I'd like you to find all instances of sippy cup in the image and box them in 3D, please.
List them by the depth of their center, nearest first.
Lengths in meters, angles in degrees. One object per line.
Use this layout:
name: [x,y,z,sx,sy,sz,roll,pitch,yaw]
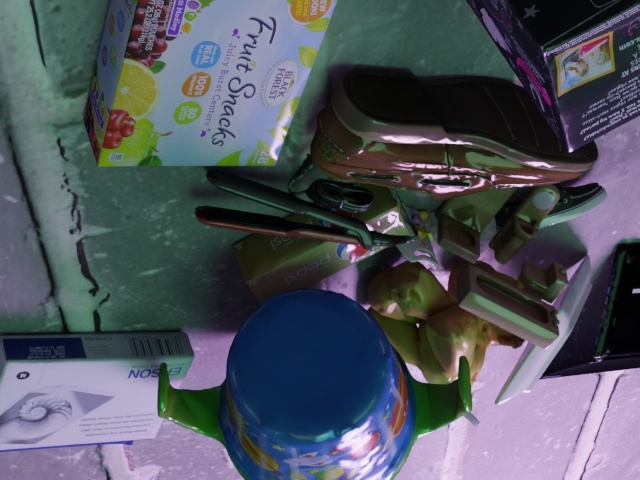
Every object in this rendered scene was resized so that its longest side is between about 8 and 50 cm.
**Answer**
sippy cup: [-0.007,0.162,1.262,0.305,0.240,0.224,-35,160,-10]

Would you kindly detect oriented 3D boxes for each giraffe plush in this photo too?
giraffe plush: [0.178,0.090,1.395,0.170,0.210,0.181,-36,-179,-25]

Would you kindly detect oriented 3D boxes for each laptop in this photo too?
laptop: [0.452,0.103,1.674,0.234,0.136,0.264,-3,112,-27]

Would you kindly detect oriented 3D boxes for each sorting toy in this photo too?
sorting toy: [0.104,0.001,1.306,0.083,0.075,0.045,17,126,-42]

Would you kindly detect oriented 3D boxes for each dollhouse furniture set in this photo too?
dollhouse furniture set: [0.218,0.003,1.267,0.144,0.151,0.123,27,123,-13]

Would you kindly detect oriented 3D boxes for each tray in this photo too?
tray: [0.284,0.110,1.426,0.145,0.030,0.270,-59,170,21]

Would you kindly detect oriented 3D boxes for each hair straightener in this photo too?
hair straightener: [-0.006,-0.040,1.175,0.231,0.047,0.089,12,109,-13]

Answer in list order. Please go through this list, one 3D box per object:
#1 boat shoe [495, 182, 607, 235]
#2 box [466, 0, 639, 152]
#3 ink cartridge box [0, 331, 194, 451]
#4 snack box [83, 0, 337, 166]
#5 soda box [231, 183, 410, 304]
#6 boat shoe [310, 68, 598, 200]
boat shoe: [0.271,-0.044,1.370,0.142,0.049,0.040,-20,108,-10]
box: [0.207,-0.226,0.949,0.163,0.247,0.142,-27,144,4]
ink cartridge box: [-0.283,0.192,1.343,0.223,0.045,0.224,1,136,-30]
snack box: [-0.097,-0.159,1.005,0.175,0.070,0.207,-2,138,-27]
soda box: [0.000,0.000,1.261,0.181,0.058,0.061,-27,143,2]
boat shoe: [0.134,-0.100,1.189,0.307,0.110,0.104,9,136,-23]
